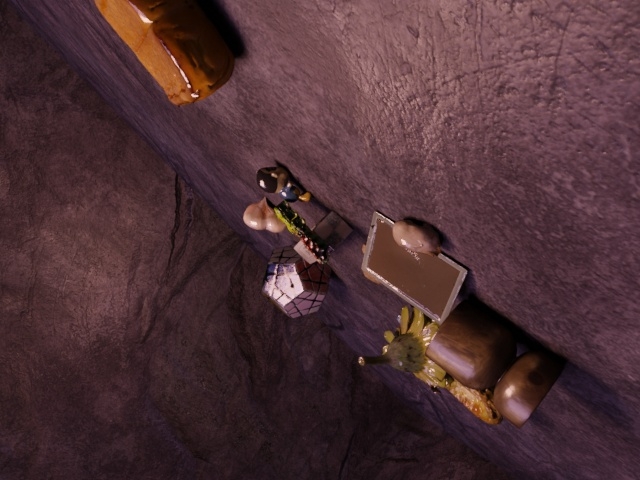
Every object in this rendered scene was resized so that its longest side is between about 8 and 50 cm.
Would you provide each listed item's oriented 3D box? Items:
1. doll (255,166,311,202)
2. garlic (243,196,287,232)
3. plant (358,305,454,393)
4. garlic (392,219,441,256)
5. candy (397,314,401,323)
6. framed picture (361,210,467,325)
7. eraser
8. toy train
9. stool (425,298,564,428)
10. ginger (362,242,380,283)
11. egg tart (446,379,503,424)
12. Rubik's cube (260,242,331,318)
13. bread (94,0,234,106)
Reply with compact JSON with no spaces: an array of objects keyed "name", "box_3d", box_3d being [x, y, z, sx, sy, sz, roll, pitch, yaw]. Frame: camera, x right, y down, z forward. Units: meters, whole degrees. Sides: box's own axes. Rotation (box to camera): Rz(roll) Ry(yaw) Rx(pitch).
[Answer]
[{"name":"doll","box_3d":[-0.114,-0.171,1.458,0.179,0.089,0.102,23,174,-20]},{"name":"garlic","box_3d":[-0.210,-0.090,1.898,0.174,0.124,0.099,16,147,2]},{"name":"plant","box_3d":[0.288,0.372,1.502,0.261,0.297,0.306,45,136,8]},{"name":"garlic","box_3d":[0.202,-0.007,1.079,0.152,0.066,0.084,30,164,35]},{"name":"candy","box_3d":[0.302,0.297,1.808,0.030,0.020,0.083,37,166,28]},{"name":"framed picture","box_3d":[0.223,0.069,1.204,0.273,0.016,0.216,36,141,26]},{"name":"eraser","box_3d":[0.000,0.000,1.608,0.098,0.096,0.404,44,167,-2]},{"name":"toy train","box_3d":[-0.052,-0.024,1.410,0.250,0.053,0.085,48,169,33]},{"name":"stool","box_3d":[0.407,0.286,1.152,0.264,0.179,0.179,36,165,26]},{"name":"ginger","box_3d":[0.169,0.055,1.364,0.149,0.065,0.258,51,161,-6]},{"name":"egg tart","box_3d":[0.497,0.468,1.575,0.294,0.123,0.294,44,167,12]},{"name":"Rubik's cube","box_3d":[-0.107,0.169,2.052,0.319,0.319,0.264,39,-167,16]},{"name":"bread","box_3d":[-0.343,-0.468,1.070,0.328,0.148,0.337,53,165,-22]}]
